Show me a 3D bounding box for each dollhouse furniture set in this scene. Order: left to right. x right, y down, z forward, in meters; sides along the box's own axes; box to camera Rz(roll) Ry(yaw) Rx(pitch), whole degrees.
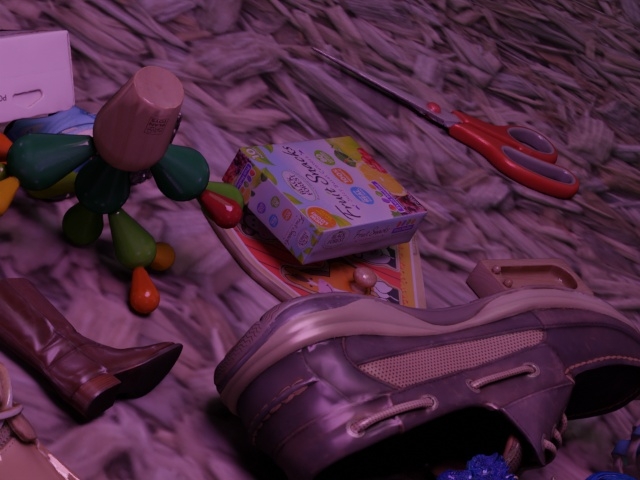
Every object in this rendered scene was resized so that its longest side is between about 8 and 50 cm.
[{"bbox_3d":[0.241,0.038,1.269,0.144,0.123,0.151,0,42,-44],"label":"dollhouse furniture set"}]

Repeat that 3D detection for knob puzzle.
[{"bbox_3d":[0.000,0.000,1.199,0.213,0.030,0.213,23,30,-14],"label":"knob puzzle"}]

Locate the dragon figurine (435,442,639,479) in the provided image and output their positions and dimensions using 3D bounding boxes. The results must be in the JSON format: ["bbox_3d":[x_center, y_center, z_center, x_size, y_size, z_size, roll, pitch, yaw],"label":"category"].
[{"bbox_3d":[0.179,0.202,0.933,0.289,0.144,0.085,12,35,-31],"label":"dragon figurine"}]

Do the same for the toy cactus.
[{"bbox_3d":[-0.140,-0.041,0.992,0.219,0.180,0.112,13,54,-21],"label":"toy cactus"}]

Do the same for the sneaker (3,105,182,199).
[{"bbox_3d":[-0.169,-0.083,1.136,0.073,0.063,0.162,40,30,22],"label":"sneaker"}]

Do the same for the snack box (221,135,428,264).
[{"bbox_3d":[0.006,-0.034,1.185,0.100,0.037,0.141,45,32,25],"label":"snack box"}]

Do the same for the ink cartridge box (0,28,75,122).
[{"bbox_3d":[-0.252,-0.115,1.044,0.135,0.056,0.099,6,15,31],"label":"ink cartridge box"}]

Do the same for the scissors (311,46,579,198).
[{"bbox_3d":[0.128,-0.118,1.511,0.297,0.021,0.109,21,32,-21],"label":"scissors"}]

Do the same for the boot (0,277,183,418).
[{"bbox_3d":[-0.156,0.056,0.962,0.114,0.037,0.106,37,27,19],"label":"boot"}]

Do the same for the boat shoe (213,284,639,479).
[{"bbox_3d":[0.095,0.118,1.031,0.355,0.132,0.130,-1,53,-34],"label":"boat shoe"}]

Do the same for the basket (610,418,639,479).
[{"bbox_3d":[0.355,0.111,1.034,0.201,0.289,0.255,56,-5,6],"label":"basket"}]

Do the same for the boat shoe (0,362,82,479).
[{"bbox_3d":[-0.194,0.097,0.721,0.302,0.098,0.109,33,29,2],"label":"boat shoe"}]
